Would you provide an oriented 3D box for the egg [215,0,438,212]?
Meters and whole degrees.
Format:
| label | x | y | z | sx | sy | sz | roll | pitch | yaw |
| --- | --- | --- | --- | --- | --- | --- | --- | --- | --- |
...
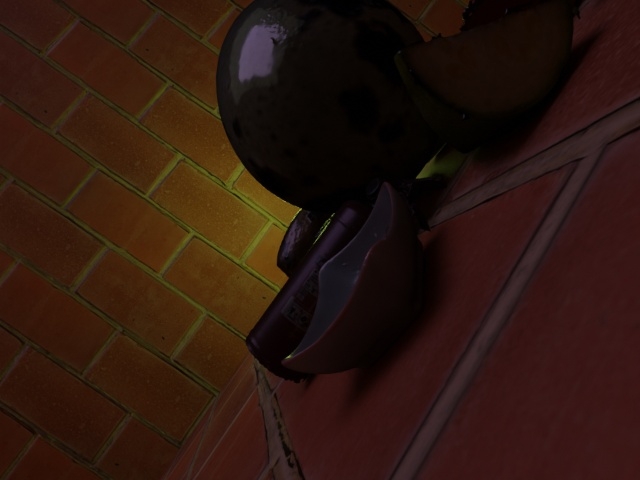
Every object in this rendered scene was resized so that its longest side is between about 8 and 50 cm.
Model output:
| label | x | y | z | sx | sy | sz | roll | pitch | yaw |
| --- | --- | --- | --- | --- | --- | --- | --- | --- | --- |
| egg | 0.005 | -0.237 | 0.821 | 0.345 | 0.428 | 0.345 | -19 | -42 | -18 |

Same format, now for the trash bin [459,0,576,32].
| label | x | y | z | sx | sy | sz | roll | pitch | yaw |
| --- | --- | --- | --- | --- | --- | --- | --- | --- | --- |
| trash bin | 0.313 | -0.393 | 0.726 | 0.238 | 0.161 | 0.184 | -65 | 6 | -30 |

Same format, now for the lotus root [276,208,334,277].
| label | x | y | z | sx | sy | sz | roll | pitch | yaw |
| --- | --- | --- | --- | --- | --- | --- | --- | --- | --- |
| lotus root | -0.008 | -0.004 | 1.359 | 0.291 | 0.193 | 0.193 | -56 | 2 | -20 |

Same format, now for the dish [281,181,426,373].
| label | x | y | z | sx | sy | sz | roll | pitch | yaw |
| --- | --- | --- | --- | --- | --- | --- | --- | --- | --- |
| dish | 0.049 | 0.043 | 0.505 | 0.151 | 0.077 | 0.212 | -55 | 4 | 24 |

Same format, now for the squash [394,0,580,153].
| label | x | y | z | sx | sy | sz | roll | pitch | yaw |
| --- | --- | --- | --- | --- | --- | --- | --- | --- | --- |
| squash | 0.166 | -0.162 | 0.608 | 0.203 | 0.111 | 0.289 | -21 | 2 | -7 |

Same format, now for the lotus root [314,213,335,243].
| label | x | y | z | sx | sy | sz | roll | pitch | yaw |
| --- | --- | --- | --- | --- | --- | --- | --- | --- | --- |
| lotus root | 0.096 | -0.056 | 0.940 | 0.258 | 0.097 | 0.110 | -47 | 8 | -6 |

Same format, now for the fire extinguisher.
| label | x | y | z | sx | sy | sz | roll | pitch | yaw |
| --- | --- | --- | --- | --- | --- | --- | --- | --- | --- |
| fire extinguisher | 0.039 | 0.043 | 0.665 | 0.337 | 0.107 | 0.147 | -54 | 33 | 9 |

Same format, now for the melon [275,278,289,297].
| label | x | y | z | sx | sy | sz | roll | pitch | yaw |
| --- | --- | --- | --- | --- | --- | --- | --- | --- | --- |
| melon | -0.052 | 0.140 | 1.079 | 0.162 | 0.099 | 0.099 | -55 | 2 | 9 |

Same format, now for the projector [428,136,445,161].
| label | x | y | z | sx | sy | sz | roll | pitch | yaw |
| --- | --- | --- | --- | --- | --- | --- | --- | --- | --- |
| projector | 0.190 | -0.241 | 0.949 | 0.061 | 0.147 | 0.115 | -45 | -5 | -43 |
